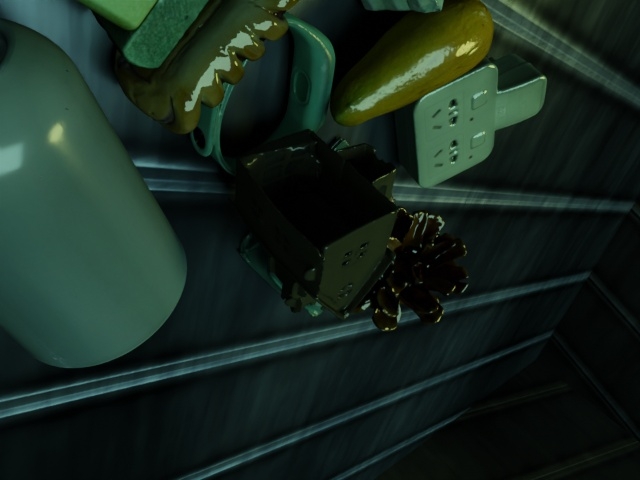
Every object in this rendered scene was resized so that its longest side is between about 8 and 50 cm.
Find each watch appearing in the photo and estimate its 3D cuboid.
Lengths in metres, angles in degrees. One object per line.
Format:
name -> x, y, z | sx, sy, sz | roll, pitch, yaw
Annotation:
watch -> -0.074, -0.194, 0.784 | 0.195, 0.068, 0.237 | -22, 143, -33

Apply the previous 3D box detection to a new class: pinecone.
pinecone -> 0.135, 0.052, 0.999 | 0.229, 0.201, 0.202 | 39, 64, -33

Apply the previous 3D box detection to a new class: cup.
cup -> -0.272, -0.037, 0.574 | 0.205, 0.205, 0.312 | -37, 146, -18

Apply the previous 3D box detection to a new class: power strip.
power strip -> 0.255, -0.251, 1.091 | 0.261, 0.141, 0.229 | -27, 144, -7

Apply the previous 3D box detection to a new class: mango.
mango -> 0.135, -0.261, 0.876 | 0.317, 0.119, 0.176 | -38, -170, -14

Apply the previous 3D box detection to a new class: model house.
model house -> 0.000, 0.000, 0.847 | 0.204, 0.211, 0.243 | -24, 145, -29

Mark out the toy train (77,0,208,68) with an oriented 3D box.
toy train -> -0.181, -0.305, 0.453 | 0.253, 0.160, 0.397 | -49, 149, 14

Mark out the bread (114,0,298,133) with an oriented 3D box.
bread -> -0.114, -0.219, 0.641 | 0.225, 0.134, 0.081 | -45, 150, -1

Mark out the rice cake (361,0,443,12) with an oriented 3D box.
rice cake -> 0.072, -0.362, 0.730 | 0.043, 0.127, 0.237 | -65, 149, -13

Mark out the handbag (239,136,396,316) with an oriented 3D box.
handbag -> 0.019, -0.006, 1.061 | 0.274, 0.100, 0.268 | -44, 147, -6
